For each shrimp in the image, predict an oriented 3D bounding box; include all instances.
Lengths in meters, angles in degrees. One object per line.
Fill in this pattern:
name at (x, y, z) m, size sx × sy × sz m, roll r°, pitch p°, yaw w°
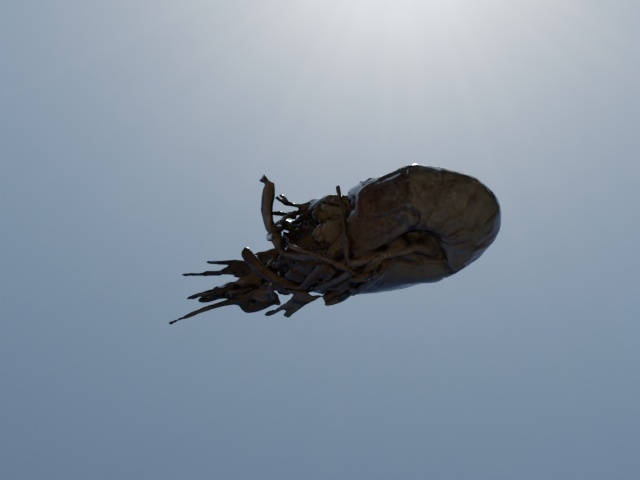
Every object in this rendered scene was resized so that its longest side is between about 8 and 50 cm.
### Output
shrimp at (0.003, 0.007, 1.363) m, size 0.343 × 0.145 × 0.116 m, roll -16°, pitch -112°, yaw 23°
